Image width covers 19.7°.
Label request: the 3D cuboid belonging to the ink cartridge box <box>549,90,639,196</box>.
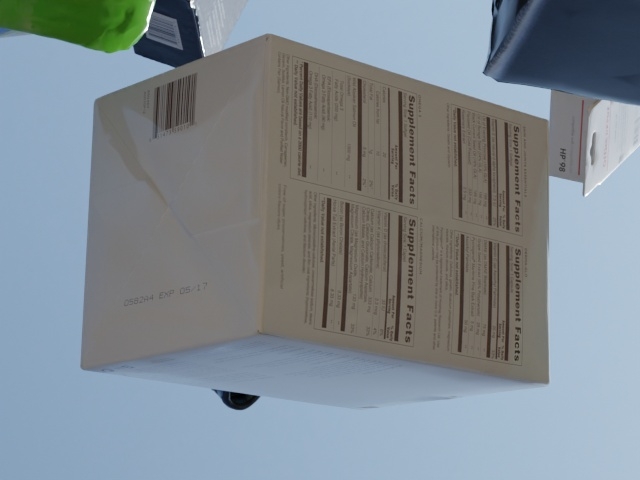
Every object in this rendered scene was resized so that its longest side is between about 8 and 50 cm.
[{"bbox_3d":[0.285,-0.128,1.911,0.060,0.104,0.180,14,-149,27],"label":"ink cartridge box"}]

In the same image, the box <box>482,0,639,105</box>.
[{"bbox_3d":[0.283,-0.193,0.660,0.395,0.212,0.293,9,-109,-6],"label":"box"}]

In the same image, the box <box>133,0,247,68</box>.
[{"bbox_3d":[-0.135,-0.284,1.936,0.093,0.156,0.158,21,-114,12],"label":"box"}]

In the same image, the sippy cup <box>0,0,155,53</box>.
[{"bbox_3d":[-0.232,-0.244,1.334,0.224,0.240,0.305,-1,-110,-41],"label":"sippy cup"}]

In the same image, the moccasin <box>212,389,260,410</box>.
[{"bbox_3d":[-0.015,0.016,1.623,0.137,0.342,0.117,-2,-132,-27],"label":"moccasin"}]

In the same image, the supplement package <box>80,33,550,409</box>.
[{"bbox_3d":[0.000,0.000,1.276,0.262,0.199,0.198,13,-107,-40],"label":"supplement package"}]
